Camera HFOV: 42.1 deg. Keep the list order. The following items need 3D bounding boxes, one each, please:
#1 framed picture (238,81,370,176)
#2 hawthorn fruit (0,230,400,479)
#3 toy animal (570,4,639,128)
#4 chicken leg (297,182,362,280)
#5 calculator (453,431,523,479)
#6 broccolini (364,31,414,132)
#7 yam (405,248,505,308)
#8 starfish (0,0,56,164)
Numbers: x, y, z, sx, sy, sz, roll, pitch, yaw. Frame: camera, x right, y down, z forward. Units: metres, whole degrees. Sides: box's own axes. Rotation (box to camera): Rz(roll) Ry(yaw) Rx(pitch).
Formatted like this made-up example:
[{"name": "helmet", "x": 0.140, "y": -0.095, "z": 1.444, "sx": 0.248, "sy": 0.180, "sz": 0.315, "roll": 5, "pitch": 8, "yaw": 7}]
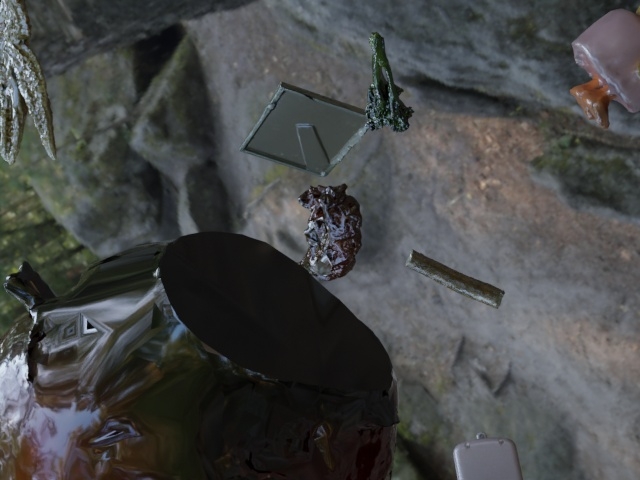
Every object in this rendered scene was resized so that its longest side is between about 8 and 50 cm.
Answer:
[{"name": "framed picture", "x": -0.031, "y": -0.215, "z": 1.685, "sx": 0.209, "sy": 0.019, "sz": 0.281, "roll": 16, "pitch": 155, "yaw": -18}, {"name": "hawthorn fruit", "x": -0.088, "y": 0.141, "z": 0.591, "sx": 0.316, "sy": 0.316, "sz": 0.316, "roll": 46, "pitch": 159, "yaw": 23}, {"name": "toy animal", "x": 0.533, "y": -0.313, "z": 1.331, "sx": 0.169, "sy": 0.281, "sz": 0.195, "roll": 58, "pitch": -166, "yaw": -17}, {"name": "chicken leg", "x": 0.005, "y": 0.003, "z": 0.975, "sx": 0.089, "sy": 0.048, "sz": 0.219, "roll": 39, "pitch": 149, "yaw": 16}, {"name": "calculator", "x": 0.262, "y": 0.379, "z": 1.270, "sx": 0.032, "sy": 0.100, "sz": 0.174, "roll": 80, "pitch": -176, "yaw": -61}, {"name": "broccolini", "x": 0.092, "y": -0.223, "z": 1.133, "sx": 0.074, "sy": 0.058, "sz": 0.201, "roll": 13, "pitch": 150, "yaw": 12}, {"name": "yam", "x": 0.189, "y": 0.055, "z": 1.172, "sx": 0.145, "sy": 0.032, "sz": 0.032, "roll": 25, "pitch": 156, "yaw": 5}, {"name": "starfish", "x": -0.491, "y": -0.292, "z": 1.249, "sx": 0.375, "sy": 0.094, "sz": 0.327, "roll": 47, "pitch": 134, "yaw": 12}]
